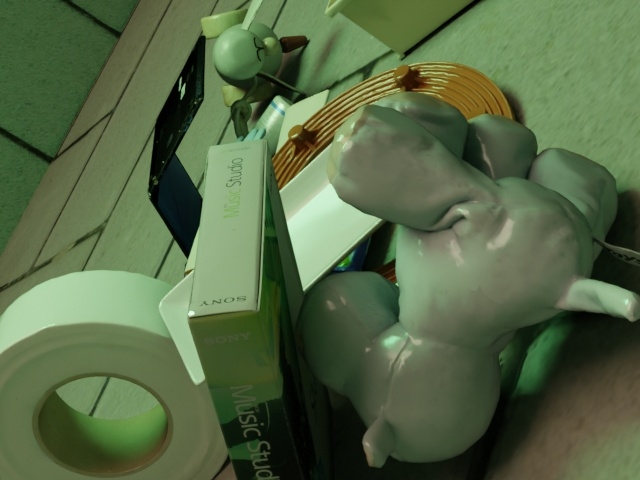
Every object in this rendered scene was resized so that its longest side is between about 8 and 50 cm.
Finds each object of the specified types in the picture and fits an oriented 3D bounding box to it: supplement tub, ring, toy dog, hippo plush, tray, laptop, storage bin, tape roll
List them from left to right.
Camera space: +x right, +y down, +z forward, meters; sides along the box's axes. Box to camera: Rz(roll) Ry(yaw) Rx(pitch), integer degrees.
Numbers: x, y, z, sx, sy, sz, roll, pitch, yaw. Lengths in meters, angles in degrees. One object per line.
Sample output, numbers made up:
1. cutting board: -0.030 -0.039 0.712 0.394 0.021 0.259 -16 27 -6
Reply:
1. tape roll: -0.236 0.176 1.246 0.286 0.286 0.100 -48 24 23
2. laptop: -0.178 -0.128 1.675 0.264 0.137 0.234 -58 21 25
3. toy dog: -0.086 -0.287 1.736 0.161 0.220 0.333 -17 31 -3
4. supplement tub: -0.064 -0.145 1.599 0.107 0.071 0.071 -54 22 11
5. tray: -0.038 0.020 1.115 0.270 0.030 0.145 -42 40 5
6. ring: 0.045 -0.056 1.153 0.337 0.032 0.336 -25 43 25
7. storage bin: 0.158 -0.403 1.408 0.262 0.123 0.260 -32 33 48
8. hippo plush: 0.113 0.047 0.864 0.294 0.234 0.236 36 117 28

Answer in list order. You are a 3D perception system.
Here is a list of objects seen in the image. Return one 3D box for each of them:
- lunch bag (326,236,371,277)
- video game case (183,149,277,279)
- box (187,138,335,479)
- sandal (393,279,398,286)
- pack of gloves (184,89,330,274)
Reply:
1. lunch bag: 0.000 0.000 1.247 0.151 0.096 0.128 -14 48 42
2. video game case: -0.103 0.010 1.510 0.232 0.042 0.210 -50 23 18
3. box: -0.039 0.110 0.931 0.059 0.322 0.232 -10 35 6
4. sandal: 0.101 0.057 0.999 0.180 0.072 0.049 -41 48 26
5. pack of gloves: -0.069 -0.066 1.454 0.195 0.046 0.232 -18 46 40
